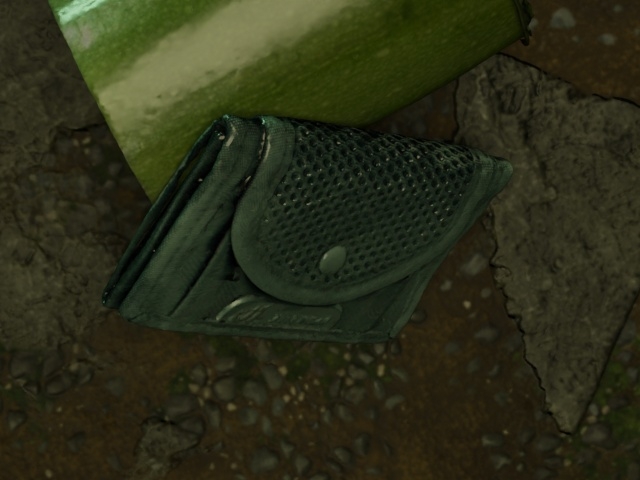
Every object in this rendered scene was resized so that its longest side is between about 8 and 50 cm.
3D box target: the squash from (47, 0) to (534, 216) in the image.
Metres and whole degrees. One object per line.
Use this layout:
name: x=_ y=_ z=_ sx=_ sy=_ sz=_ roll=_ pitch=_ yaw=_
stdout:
squash: x=-0.027 y=-0.209 z=1.553 sx=0.384 sy=0.263 sz=0.263 roll=-27 pitch=101 yaw=0

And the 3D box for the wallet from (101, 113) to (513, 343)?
wallet: x=0.000 y=0.000 z=1.564 sx=0.342 sy=0.075 sz=0.237 roll=7 pitch=129 yaw=-41
